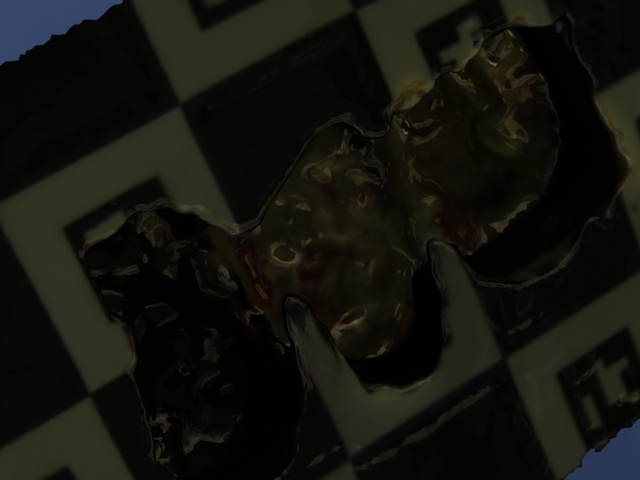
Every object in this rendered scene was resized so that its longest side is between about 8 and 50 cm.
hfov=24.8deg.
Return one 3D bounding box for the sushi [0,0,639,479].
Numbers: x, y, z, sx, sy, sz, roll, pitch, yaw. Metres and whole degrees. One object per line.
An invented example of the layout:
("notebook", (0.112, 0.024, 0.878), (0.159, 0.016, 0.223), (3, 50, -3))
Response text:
("sushi", (0.000, 0.000, 0.660), (0.373, 0.100, 0.296), (-33, -70, -16))
